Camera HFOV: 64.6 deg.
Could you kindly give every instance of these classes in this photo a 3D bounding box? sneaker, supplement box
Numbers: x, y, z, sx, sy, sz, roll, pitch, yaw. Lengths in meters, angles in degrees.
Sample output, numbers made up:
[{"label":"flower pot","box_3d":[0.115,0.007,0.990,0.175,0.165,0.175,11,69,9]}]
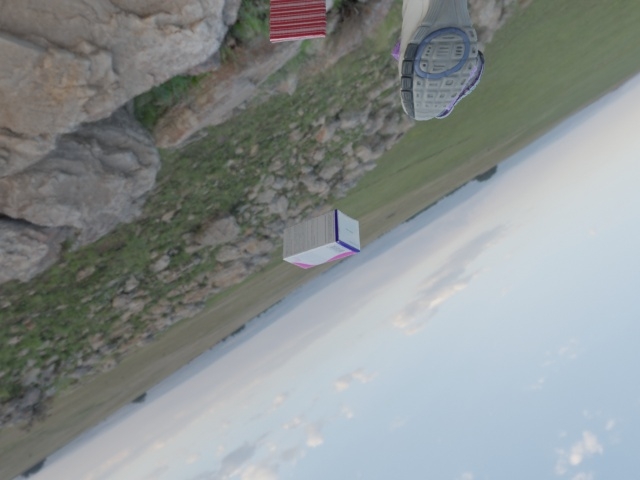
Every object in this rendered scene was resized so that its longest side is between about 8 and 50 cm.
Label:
[{"label":"sneaker","box_3d":[0.173,-0.335,0.772,0.111,0.296,0.129,5,-165,-9]},{"label":"sneaker","box_3d":[0.360,-0.426,1.402,0.098,0.083,0.223,-13,149,-36]},{"label":"supplement box","box_3d":[0.000,0.000,1.562,0.220,0.113,0.111,-20,150,34]}]

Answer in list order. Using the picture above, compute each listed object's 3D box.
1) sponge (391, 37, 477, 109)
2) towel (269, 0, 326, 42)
[{"label":"sponge","box_3d":[0.257,-0.400,1.127,0.210,0.031,0.117,31,96,-39]},{"label":"towel","box_3d":[-0.078,-0.802,1.757,0.199,0.274,0.031,-4,157,7]}]
